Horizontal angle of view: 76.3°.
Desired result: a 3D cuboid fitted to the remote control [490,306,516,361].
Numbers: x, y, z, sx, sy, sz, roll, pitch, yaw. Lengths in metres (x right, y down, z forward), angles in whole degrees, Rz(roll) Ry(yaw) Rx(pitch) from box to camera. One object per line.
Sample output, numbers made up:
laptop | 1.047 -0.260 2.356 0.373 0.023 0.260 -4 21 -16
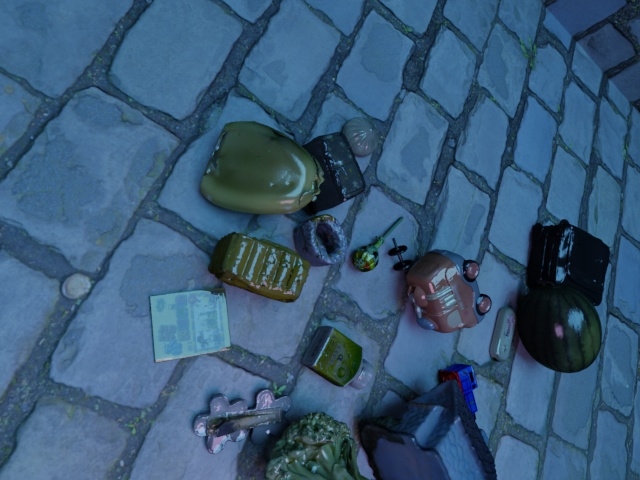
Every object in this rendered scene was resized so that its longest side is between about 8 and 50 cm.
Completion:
remote control | 0.711 0.362 1.577 0.078 0.042 0.221 33 66 -21

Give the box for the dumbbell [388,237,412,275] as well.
dumbbell | 0.270 0.059 1.375 0.069 0.069 0.146 -30 105 -30

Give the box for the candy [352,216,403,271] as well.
candy | 0.207 -0.002 1.359 0.083 0.091 0.305 48 54 -1

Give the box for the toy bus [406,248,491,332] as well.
toy bus | 0.403 0.179 1.347 0.232 0.194 0.287 -30 109 -22

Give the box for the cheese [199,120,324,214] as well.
cheese | -0.146 -0.189 1.113 0.317 0.128 0.259 14 83 6

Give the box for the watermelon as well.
watermelon | 0.904 0.321 1.554 0.279 0.279 0.358 -16 98 -30

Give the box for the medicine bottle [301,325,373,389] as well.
medicine bottle | 0.057 0.352 1.193 0.189 0.088 0.131 38 64 -17

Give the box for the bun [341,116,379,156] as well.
bun | 0.149 -0.360 1.386 0.139 0.094 0.138 6 79 -31

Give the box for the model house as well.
model house | 0.356 0.601 1.212 0.339 0.298 0.359 -29 95 -38

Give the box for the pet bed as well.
pet bed | 0.003 -0.198 1.225 0.159 0.183 0.210 -26 95 -36

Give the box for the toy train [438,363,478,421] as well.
toy train | 0.477 0.535 1.391 0.131 0.083 0.203 -11 86 -32

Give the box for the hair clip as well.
hair clip | -0.192 0.460 1.049 0.257 0.075 0.146 4 80 -35

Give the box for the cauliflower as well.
cauliflower | -0.002 0.593 1.013 0.327 0.281 0.260 20 109 -39

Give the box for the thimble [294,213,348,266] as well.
thimble | -0.001 0.003 1.215 0.127 0.118 0.151 -17 90 -30

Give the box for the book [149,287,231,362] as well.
book | -0.331 0.215 1.051 0.193 0.013 0.167 -4 82 -29

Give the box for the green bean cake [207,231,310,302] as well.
green bean cake | -0.160 0.074 1.052 0.224 0.230 0.130 24 76 -20

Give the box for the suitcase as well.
suitcase | 1.067 0.114 1.758 0.346 0.188 0.338 23 75 -25
